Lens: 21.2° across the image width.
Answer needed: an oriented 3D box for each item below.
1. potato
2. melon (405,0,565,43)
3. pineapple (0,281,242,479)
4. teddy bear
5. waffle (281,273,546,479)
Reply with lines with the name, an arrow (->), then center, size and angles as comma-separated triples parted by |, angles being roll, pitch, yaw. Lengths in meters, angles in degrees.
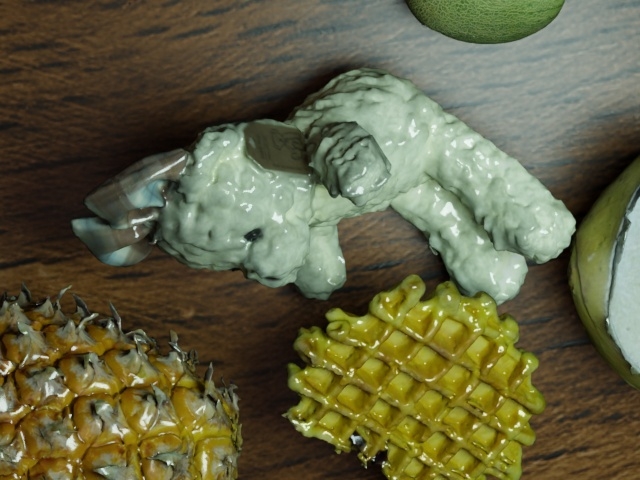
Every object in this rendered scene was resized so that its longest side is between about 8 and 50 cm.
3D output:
potato -> 0.364, 0.029, 1.845 | 0.246, 0.196, 0.299 | -37, 117, -14
melon -> 0.167, -0.277, 1.820 | 0.192, 0.139, 0.139 | 7, 101, -8
pineapple -> -0.247, 0.226, 1.814 | 0.300, 0.352, 0.352 | 16, 100, -12
teddy bear -> 0.000, 0.000, 1.780 | 0.375, 0.327, 0.362 | 45, 61, 4
waffle -> 0.098, 0.168, 1.830 | 0.283, 0.065, 0.309 | -11, 117, -5
